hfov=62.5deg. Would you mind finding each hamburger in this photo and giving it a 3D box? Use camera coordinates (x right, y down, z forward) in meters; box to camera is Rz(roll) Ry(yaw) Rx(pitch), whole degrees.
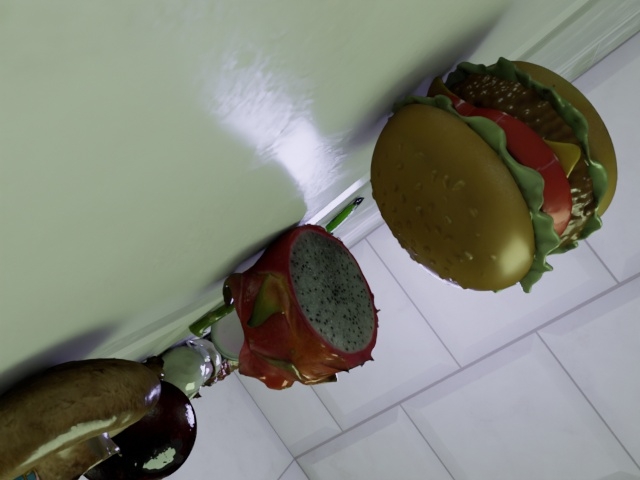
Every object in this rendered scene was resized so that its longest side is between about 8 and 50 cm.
[{"bbox_3d":[0.184,-0.065,0.636,0.212,0.274,0.274,-33,174,-21],"label":"hamburger"}]

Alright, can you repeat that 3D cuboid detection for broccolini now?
[{"bbox_3d":[-0.160,0.138,1.372,0.392,0.073,0.079,-34,-168,2],"label":"broccolini"}]

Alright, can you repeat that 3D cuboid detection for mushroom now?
[{"bbox_3d":[-0.339,0.239,0.679,0.279,0.145,0.278,-25,172,-4],"label":"mushroom"}]

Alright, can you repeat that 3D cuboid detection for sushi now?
[{"bbox_3d":[-0.439,0.473,2.054,0.344,0.181,0.196,-29,179,-36],"label":"sushi"}]

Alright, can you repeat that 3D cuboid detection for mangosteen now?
[{"bbox_3d":[-0.452,0.450,1.290,0.298,0.292,0.297,5,178,0],"label":"mangosteen"}]

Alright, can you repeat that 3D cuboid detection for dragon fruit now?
[{"bbox_3d":[-0.050,0.141,1.007,0.226,0.305,0.305,-30,179,31],"label":"dragon fruit"}]

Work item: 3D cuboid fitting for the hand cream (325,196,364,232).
[{"bbox_3d":[0.056,-0.062,1.247,0.122,0.023,0.036,-44,168,34],"label":"hand cream"}]

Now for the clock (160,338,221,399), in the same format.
[{"bbox_3d":[-0.476,0.455,1.662,0.326,0.184,0.342,-40,180,0],"label":"clock"}]

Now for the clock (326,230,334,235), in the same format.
[{"bbox_3d":[0.000,0.000,1.476,0.085,0.017,0.085,-36,175,-4],"label":"clock"}]

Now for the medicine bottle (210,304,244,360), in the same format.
[{"bbox_3d":[-0.233,0.269,1.542,0.170,0.170,0.293,-35,174,-15],"label":"medicine bottle"}]

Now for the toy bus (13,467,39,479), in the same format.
[{"bbox_3d":[-0.626,0.477,1.012,0.126,0.136,0.209,-36,176,2],"label":"toy bus"}]
